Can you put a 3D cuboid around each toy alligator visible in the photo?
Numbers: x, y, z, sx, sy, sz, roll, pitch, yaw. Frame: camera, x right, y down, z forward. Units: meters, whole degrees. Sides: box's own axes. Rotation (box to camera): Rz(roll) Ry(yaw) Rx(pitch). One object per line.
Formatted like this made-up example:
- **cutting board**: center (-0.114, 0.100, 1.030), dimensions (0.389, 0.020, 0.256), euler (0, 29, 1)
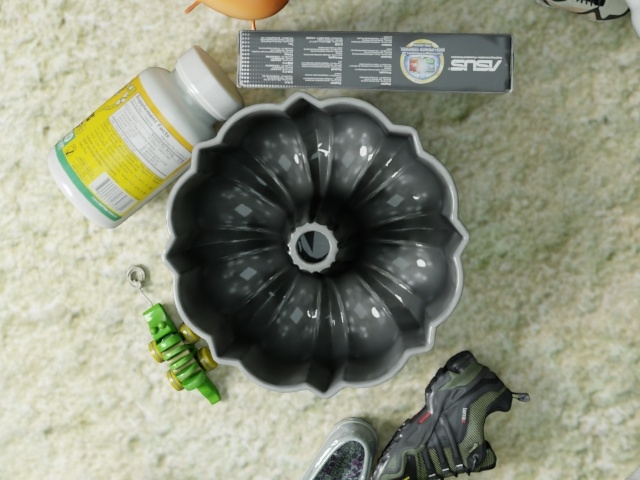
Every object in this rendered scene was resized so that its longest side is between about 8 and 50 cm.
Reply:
- **toy alligator**: center (-0.175, 0.113, 1.487), dimensions (0.056, 0.051, 0.189), euler (-32, 92, 8)

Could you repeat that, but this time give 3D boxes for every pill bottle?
- **pill bottle**: center (-0.191, -0.118, 1.428), dimensions (0.208, 0.117, 0.117), euler (-38, 92, 9)

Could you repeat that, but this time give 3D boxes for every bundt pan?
- **bundt pan**: center (0.000, 0.000, 1.419), dimensions (0.331, 0.124, 0.330), euler (1, 97, 7)

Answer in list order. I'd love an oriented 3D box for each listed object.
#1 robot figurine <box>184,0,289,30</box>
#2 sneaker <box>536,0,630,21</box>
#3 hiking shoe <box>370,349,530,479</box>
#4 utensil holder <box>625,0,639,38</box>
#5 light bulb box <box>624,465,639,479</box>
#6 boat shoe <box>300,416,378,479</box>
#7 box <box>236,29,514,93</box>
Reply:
- **robot figurine**: center (-0.073, -0.334, 1.384), dimensions (0.128, 0.158, 0.219), euler (24, 99, 23)
- **sneaker**: center (0.286, -0.262, 1.397), dimensions (0.109, 0.044, 0.040), euler (9, 96, 3)
- **hiking shoe**: center (0.138, 0.242, 1.451), dimensions (0.114, 0.086, 0.226), euler (34, 98, 5)
- **utensil holder**: center (0.354, -0.435, 1.229), dimensions (0.328, 0.327, 0.385), euler (-32, 91, 9)
- **light bulb box**: center (0.533, 0.303, 1.283), dimensions (0.361, 0.225, 0.358), euler (32, 127, 2)
- **boat shoe**: center (-0.003, 0.311, 1.477), dimensions (0.079, 0.081, 0.227), euler (26, 98, 3)
- **box**: center (0.062, -0.185, 1.343), dimensions (0.270, 0.216, 0.060), euler (2, 98, 5)
